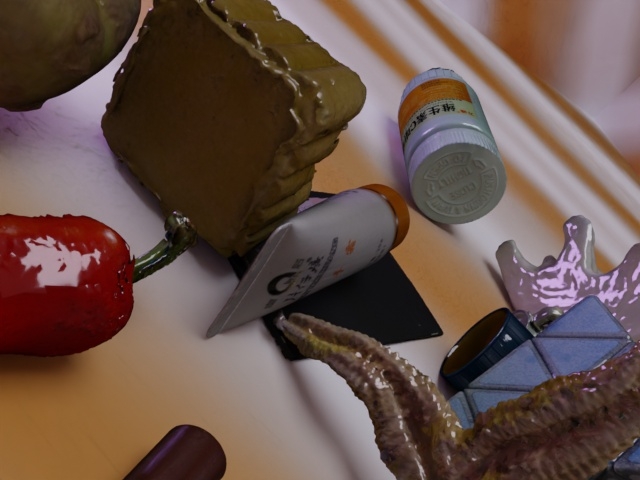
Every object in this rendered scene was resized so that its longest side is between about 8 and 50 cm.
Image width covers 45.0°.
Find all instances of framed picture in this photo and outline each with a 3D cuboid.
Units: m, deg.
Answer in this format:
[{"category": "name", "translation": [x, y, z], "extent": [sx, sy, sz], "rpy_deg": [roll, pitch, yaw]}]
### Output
[{"category": "framed picture", "translation": [0.006, 0.027, 0.938], "extent": [0.324, 0.013, 0.244], "rpy_deg": [1, 49, -53]}]

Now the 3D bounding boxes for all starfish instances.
[{"category": "starfish", "translation": [0.121, 0.195, 0.589], "extent": [0.132, 0.383, 0.398], "rpy_deg": [44, 39, -37]}]

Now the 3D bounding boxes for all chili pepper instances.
[{"category": "chili pepper", "translation": [-0.236, 0.035, 0.503], "extent": [0.387, 0.110, 0.110], "rpy_deg": [-5, 54, -49]}]

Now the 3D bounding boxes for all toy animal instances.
[{"category": "toy animal", "translation": [0.466, 0.092, 1.206], "extent": [0.188, 0.307, 0.266], "rpy_deg": [43, 32, -37]}]

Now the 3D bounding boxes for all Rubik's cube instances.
[{"category": "Rubik's cube", "translation": [0.264, 0.209, 0.797], "extent": [0.229, 0.228, 0.233], "rpy_deg": [47, 18, 26]}]

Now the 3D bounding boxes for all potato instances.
[{"category": "potato", "translation": [-0.292, -0.218, 0.650], "extent": [0.237, 0.288, 0.301], "rpy_deg": [52, -13, -21]}]

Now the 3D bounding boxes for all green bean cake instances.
[{"category": "green bean cake", "translation": [-0.093, -0.127, 0.777], "extent": [0.229, 0.224, 0.131], "rpy_deg": [44, 35, 13]}]

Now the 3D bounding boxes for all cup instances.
[{"category": "cup", "translation": [0.239, 0.164, 0.951], "extent": [0.138, 0.113, 0.150], "rpy_deg": [45, 29, -2]}]

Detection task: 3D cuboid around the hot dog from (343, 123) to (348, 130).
[{"category": "hot dog", "translation": [-0.042, -0.261, 1.219], "extent": [0.253, 0.069, 0.131], "rpy_deg": [54, 28, 16]}]

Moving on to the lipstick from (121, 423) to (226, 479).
[{"category": "lipstick", "translation": [-0.151, 0.214, 0.411], "extent": [0.057, 0.057, 0.356], "rpy_deg": [45, 27, 2]}]

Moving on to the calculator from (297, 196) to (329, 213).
[{"category": "calculator", "translation": [0.017, -0.012, 0.971], "extent": [0.166, 0.024, 0.103], "rpy_deg": [-3, 52, -52]}]

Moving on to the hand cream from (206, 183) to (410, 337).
[{"category": "hand cream", "translation": [0.000, 0.000, 0.802], "extent": [0.089, 0.140, 0.314], "rpy_deg": [43, 31, 14]}]

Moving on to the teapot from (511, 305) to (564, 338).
[{"category": "teapot", "translation": [0.352, 0.170, 1.102], "extent": [0.200, 0.107, 0.077], "rpy_deg": [35, 32, -15]}]

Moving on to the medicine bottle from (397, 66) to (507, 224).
[{"category": "medicine bottle", "translation": [0.221, -0.178, 1.361], "extent": [0.158, 0.158, 0.318], "rpy_deg": [33, 29, -20]}]
